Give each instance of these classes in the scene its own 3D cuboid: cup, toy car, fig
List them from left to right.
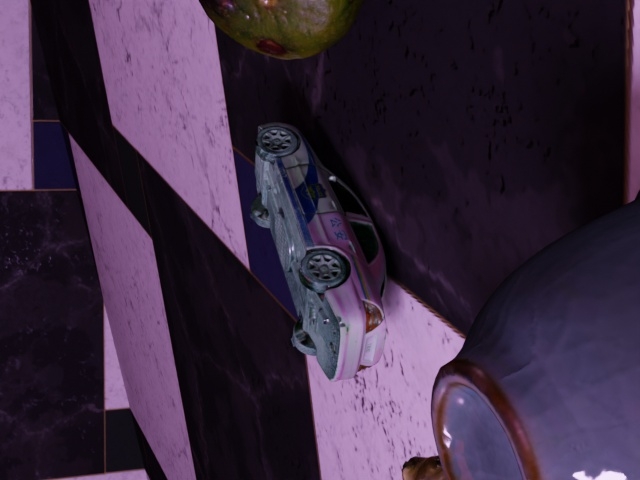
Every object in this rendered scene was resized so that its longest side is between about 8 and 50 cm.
[{"bbox_3d":[-0.021,-0.199,0.744,0.156,0.123,0.123,-68,-17,-50],"label":"fig"},{"bbox_3d":[0.000,0.000,0.851,0.090,0.076,0.224,96,160,-49],"label":"toy car"},{"bbox_3d":[0.127,0.066,0.433,0.199,0.150,0.199,165,90,-71],"label":"cup"}]

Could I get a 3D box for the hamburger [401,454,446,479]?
[{"bbox_3d":[0.146,0.189,0.545,0.131,0.124,0.262,-47,64,50],"label":"hamburger"}]
